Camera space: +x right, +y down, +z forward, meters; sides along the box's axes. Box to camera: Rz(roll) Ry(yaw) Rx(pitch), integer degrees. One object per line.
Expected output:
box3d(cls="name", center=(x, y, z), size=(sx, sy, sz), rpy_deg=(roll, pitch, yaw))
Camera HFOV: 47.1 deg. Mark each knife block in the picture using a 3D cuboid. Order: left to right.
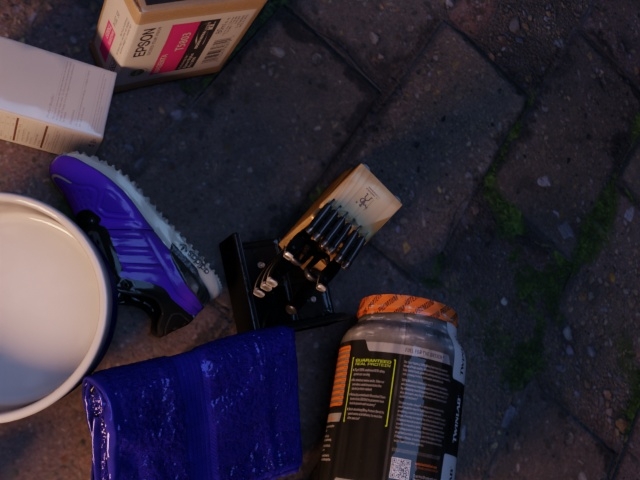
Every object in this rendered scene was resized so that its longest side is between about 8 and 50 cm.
box3d(cls="knife block", center=(0.000, 0.000, 1.101), size=(0.242, 0.275, 0.088), rpy_deg=(-45, 96, -2))

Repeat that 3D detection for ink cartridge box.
box3d(cls="ink cartridge box", center=(-0.207, -0.311, 1.045), size=(0.193, 0.234, 0.088), rpy_deg=(-20, 85, -29))

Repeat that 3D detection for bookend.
box3d(cls="bookend", center=(-0.056, 0.063, 1.111), size=(0.157, 0.072, 0.156), rpy_deg=(-7, 79, -28))

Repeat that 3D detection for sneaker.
box3d(cls="sneaker", center=(-0.279, 0.015, 0.997), size=(0.293, 0.102, 0.146), rpy_deg=(46, 63, -8))

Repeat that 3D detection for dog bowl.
box3d(cls="dog bowl", center=(-0.382, 0.080, 0.881), size=(0.265, 0.104, 0.265), rpy_deg=(1, 84, -8))

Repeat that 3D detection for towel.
box3d(cls="towel", center=(-0.146, 0.246, 0.941), size=(0.308, 0.076, 0.228), rpy_deg=(-11, 106, -43))

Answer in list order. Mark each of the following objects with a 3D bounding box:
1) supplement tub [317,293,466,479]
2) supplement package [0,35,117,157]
box3d(cls="supplement tub", center=(0.109, 0.250, 1.073), size=(0.193, 0.193, 0.316), rpy_deg=(18, 70, -21))
box3d(cls="supplement package", center=(-0.384, -0.191, 0.999), size=(0.179, 0.105, 0.105), rpy_deg=(15, 71, -23))
